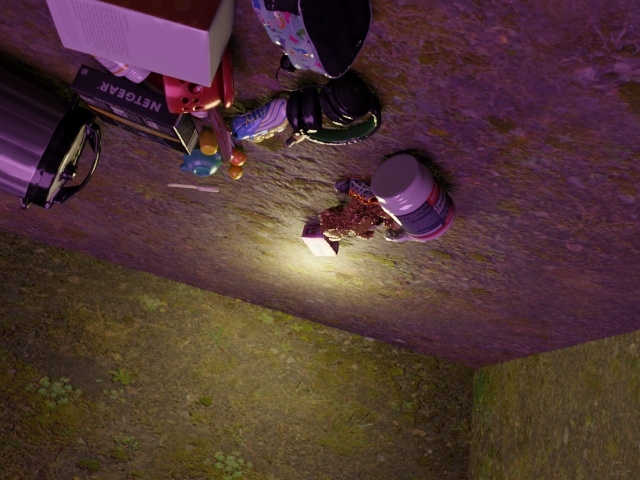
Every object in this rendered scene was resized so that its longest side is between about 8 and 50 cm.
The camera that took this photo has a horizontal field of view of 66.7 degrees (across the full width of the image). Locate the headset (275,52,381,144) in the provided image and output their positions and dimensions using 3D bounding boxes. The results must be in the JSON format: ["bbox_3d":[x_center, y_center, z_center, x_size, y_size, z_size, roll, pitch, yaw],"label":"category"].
[{"bbox_3d":[0.011,-0.393,1.318,0.244,0.185,0.394,-10,162,28],"label":"headset"}]

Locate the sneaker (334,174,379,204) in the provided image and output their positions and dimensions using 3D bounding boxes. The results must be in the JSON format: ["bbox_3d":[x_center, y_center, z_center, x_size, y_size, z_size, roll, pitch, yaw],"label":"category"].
[{"bbox_3d":[0.152,-0.170,1.710,0.215,0.083,0.084,8,155,12],"label":"sneaker"}]

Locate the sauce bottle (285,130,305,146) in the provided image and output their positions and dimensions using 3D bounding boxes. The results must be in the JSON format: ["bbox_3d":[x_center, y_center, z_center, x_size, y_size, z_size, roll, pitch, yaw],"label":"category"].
[{"bbox_3d":[-0.067,-0.332,1.529,0.042,0.042,0.128,27,149,-27],"label":"sauce bottle"}]

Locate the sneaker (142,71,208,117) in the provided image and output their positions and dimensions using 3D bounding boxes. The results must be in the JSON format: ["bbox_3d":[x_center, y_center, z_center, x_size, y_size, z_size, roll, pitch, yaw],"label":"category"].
[{"bbox_3d":[-0.404,-0.466,1.407,0.221,0.087,0.128,28,127,-15],"label":"sneaker"}]

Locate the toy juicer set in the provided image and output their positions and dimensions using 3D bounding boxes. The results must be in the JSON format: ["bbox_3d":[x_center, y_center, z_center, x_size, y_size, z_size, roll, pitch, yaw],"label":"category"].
[{"bbox_3d":[-0.393,-0.272,1.760,0.209,0.089,0.329,15,149,-34],"label":"toy juicer set"}]

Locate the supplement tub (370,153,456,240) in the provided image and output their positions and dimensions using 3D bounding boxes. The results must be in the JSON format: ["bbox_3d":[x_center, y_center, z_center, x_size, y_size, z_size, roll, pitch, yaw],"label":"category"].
[{"bbox_3d":[0.305,-0.136,1.585,0.191,0.191,0.272,-9,147,37],"label":"supplement tub"}]

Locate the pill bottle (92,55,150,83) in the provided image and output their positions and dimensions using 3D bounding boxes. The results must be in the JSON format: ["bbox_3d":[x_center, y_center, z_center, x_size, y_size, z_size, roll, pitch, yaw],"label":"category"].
[{"bbox_3d":[-0.551,-0.520,1.286,0.117,0.117,0.215,-6,148,33],"label":"pill bottle"}]

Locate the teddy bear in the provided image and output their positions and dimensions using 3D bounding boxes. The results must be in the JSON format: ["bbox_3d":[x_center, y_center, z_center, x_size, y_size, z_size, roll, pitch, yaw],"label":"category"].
[{"bbox_3d":[0.167,-0.094,1.854,0.338,0.113,0.245,-20,147,36],"label":"teddy bear"}]

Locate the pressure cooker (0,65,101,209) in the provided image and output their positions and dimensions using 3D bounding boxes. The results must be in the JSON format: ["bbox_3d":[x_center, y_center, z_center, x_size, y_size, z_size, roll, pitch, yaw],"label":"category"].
[{"bbox_3d":[-0.952,-0.316,1.584,0.421,0.375,0.370,26,148,-24],"label":"pressure cooker"}]

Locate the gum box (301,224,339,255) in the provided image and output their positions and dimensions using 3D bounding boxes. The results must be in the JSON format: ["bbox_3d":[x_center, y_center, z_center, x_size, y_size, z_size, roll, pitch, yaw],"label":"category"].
[{"bbox_3d":[0.000,0.000,2.137,0.107,0.062,0.188,0,151,23],"label":"gum box"}]

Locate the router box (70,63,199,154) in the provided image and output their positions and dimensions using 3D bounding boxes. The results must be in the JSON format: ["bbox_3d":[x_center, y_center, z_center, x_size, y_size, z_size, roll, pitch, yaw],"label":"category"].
[{"bbox_3d":[-0.538,-0.380,1.451,0.309,0.080,0.243,21,171,-1],"label":"router box"}]

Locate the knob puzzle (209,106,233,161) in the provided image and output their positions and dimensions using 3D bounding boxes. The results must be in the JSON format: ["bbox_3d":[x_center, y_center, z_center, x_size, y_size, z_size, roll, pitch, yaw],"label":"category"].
[{"bbox_3d":[-0.301,-0.332,1.515,0.030,0.213,0.213,-21,160,-17],"label":"knob puzzle"}]

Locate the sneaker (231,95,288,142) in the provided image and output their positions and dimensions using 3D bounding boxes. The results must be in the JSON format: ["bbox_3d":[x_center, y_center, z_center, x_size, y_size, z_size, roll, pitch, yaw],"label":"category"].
[{"bbox_3d":[-0.186,-0.349,1.444,0.126,0.091,0.240,-15,173,-36],"label":"sneaker"}]

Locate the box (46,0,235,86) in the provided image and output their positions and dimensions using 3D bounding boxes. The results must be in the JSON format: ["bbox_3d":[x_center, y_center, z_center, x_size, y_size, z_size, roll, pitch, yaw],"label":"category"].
[{"bbox_3d":[-0.387,-0.523,1.097,0.346,0.214,0.168,14,153,-4],"label":"box"}]

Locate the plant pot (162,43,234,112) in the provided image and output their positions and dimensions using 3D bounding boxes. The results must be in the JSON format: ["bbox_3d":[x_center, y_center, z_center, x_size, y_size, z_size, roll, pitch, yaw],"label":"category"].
[{"bbox_3d":[-0.315,-0.431,1.269,0.174,0.191,0.191,-4,156,-12],"label":"plant pot"}]

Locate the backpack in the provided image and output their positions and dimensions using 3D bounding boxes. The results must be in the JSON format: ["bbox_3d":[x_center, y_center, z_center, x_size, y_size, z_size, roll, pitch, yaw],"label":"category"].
[{"bbox_3d":[-0.004,-0.478,1.016,0.191,0.225,0.253,23,167,33],"label":"backpack"}]

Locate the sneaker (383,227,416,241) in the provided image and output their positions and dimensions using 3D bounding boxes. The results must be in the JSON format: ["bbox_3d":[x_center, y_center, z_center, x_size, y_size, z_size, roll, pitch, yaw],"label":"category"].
[{"bbox_3d":[0.362,-0.025,1.903,0.232,0.090,0.115,-6,151,35],"label":"sneaker"}]
